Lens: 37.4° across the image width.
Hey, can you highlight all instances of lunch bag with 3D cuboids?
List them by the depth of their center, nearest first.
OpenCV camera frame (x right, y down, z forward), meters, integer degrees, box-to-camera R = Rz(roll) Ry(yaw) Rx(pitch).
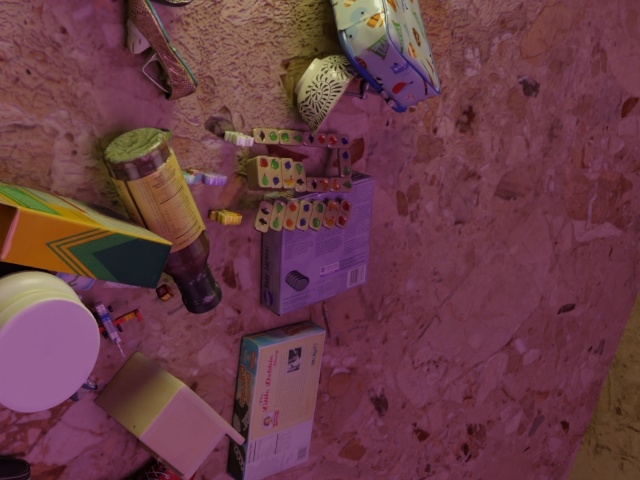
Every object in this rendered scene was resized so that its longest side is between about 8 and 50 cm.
[{"bbox_3d":[0.118,-0.385,1.721,0.243,0.115,0.303,36,40,-50],"label":"lunch bag"}]

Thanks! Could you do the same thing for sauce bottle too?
[{"bbox_3d":[-0.252,-0.022,1.580,0.111,0.111,0.344,-39,132,-26],"label":"sauce bottle"}]

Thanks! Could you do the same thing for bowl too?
[{"bbox_3d":[0.004,-0.287,1.763,0.080,0.170,0.170,35,79,-3],"label":"bowl"}]

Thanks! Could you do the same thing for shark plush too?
[{"bbox_3d":[-0.441,0.222,1.591,0.067,0.073,0.161,-33,144,11],"label":"shark plush"}]

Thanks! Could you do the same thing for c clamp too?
[{"bbox_3d":[0.117,-0.356,1.909,0.137,0.022,0.161,9,102,-47],"label":"c clamp"}]

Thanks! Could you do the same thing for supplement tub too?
[{"bbox_3d":[-0.459,0.113,1.357,0.191,0.272,0.191,-22,123,-38],"label":"supplement tub"}]

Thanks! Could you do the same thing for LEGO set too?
[{"bbox_3d":[-0.362,0.119,1.567,0.244,0.060,0.182,4,136,-47],"label":"LEGO set"}]

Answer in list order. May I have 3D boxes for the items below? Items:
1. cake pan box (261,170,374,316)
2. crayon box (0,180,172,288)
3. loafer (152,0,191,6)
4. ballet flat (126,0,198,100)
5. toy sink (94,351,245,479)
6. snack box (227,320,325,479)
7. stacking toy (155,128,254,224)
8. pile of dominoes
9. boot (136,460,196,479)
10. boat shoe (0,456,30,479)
[{"bbox_3d":[0.000,0.000,1.923,0.267,0.070,0.246,-19,123,-39],"label":"cake pan box"},{"bbox_3d":[-0.410,-0.019,1.398,0.323,0.203,0.083,17,96,-47],"label":"crayon box"},{"bbox_3d":[-0.266,-0.435,1.436,0.251,0.087,0.094,31,85,-48],"label":"loafer"},{"bbox_3d":[-0.267,-0.304,1.514,0.067,0.073,0.206,-37,129,-9],"label":"ballet flat"},{"bbox_3d":[-0.275,0.338,1.737,0.131,0.153,0.234,-51,137,-15],"label":"toy sink"},{"bbox_3d":[-0.093,0.340,1.989,0.187,0.060,0.322,-9,114,-43],"label":"snack box"},{"bbox_3d":[-0.219,-0.108,1.662,0.221,0.052,0.167,-3,110,-44],"label":"stacking toy"},{"bbox_3d":[-0.025,-0.115,1.793,0.251,0.040,0.196,-2,85,-38],"label":"pile of dominoes"},{"bbox_3d":[-0.324,0.450,1.791,0.244,0.088,0.176,18,95,-56],"label":"boot"},{"bbox_3d":[-0.563,0.365,1.512,0.223,0.080,0.073,9,107,-42],"label":"boat shoe"}]
